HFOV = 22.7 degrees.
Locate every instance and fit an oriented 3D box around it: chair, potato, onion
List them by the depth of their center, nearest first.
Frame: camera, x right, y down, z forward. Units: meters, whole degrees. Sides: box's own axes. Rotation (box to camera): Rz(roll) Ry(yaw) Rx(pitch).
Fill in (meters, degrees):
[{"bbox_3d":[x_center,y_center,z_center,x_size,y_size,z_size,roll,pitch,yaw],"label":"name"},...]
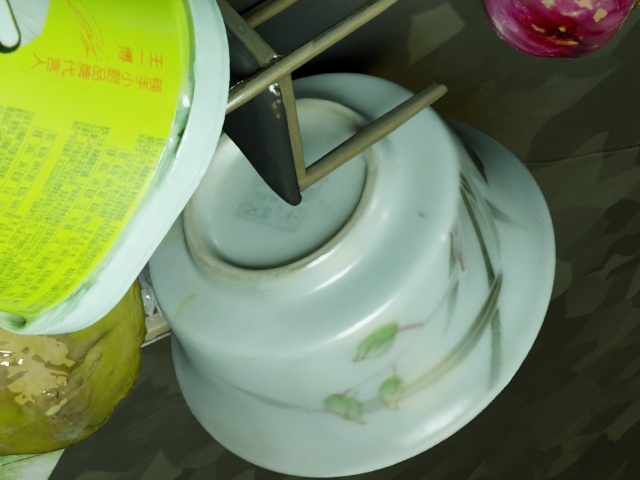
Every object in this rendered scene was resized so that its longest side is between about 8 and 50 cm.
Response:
[{"bbox_3d":[-0.065,-0.128,1.149,0.272,0.188,0.166,-33,151,-14],"label":"chair"},{"bbox_3d":[-0.241,0.047,1.204,0.246,0.196,0.300,-31,150,-15],"label":"potato"},{"bbox_3d":[0.208,-0.237,1.332,0.177,0.153,0.177,-39,148,-30],"label":"onion"}]

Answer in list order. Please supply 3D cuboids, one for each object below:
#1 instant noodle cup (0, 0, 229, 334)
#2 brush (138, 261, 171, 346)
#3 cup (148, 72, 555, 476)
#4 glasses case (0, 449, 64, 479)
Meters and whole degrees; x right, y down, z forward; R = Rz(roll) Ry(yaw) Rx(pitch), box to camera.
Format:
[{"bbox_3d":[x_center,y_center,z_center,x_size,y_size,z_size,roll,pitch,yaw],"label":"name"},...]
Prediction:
[{"bbox_3d":[-0.261,-0.101,0.905,0.307,0.294,0.294,8,129,-45],"label":"instant noodle cup"},{"bbox_3d":[-0.260,0.093,1.381,0.327,0.070,0.065,-24,152,-20],"label":"brush"},{"bbox_3d":[0.000,0.000,1.275,0.347,0.347,0.163,-37,141,1],"label":"cup"},{"bbox_3d":[-0.306,0.207,1.509,0.095,0.062,0.272,0,135,-40],"label":"glasses case"}]
